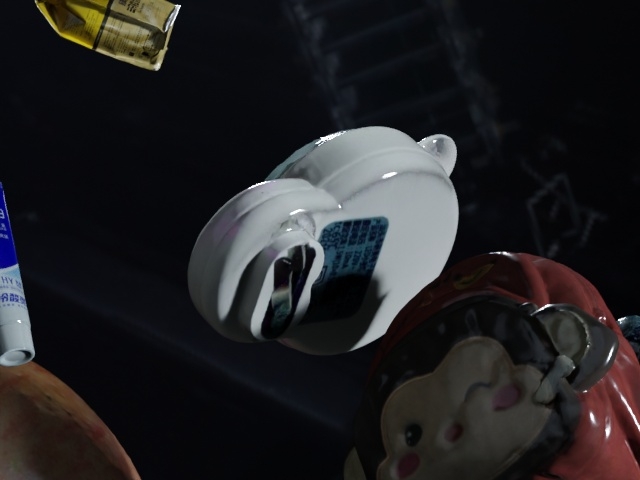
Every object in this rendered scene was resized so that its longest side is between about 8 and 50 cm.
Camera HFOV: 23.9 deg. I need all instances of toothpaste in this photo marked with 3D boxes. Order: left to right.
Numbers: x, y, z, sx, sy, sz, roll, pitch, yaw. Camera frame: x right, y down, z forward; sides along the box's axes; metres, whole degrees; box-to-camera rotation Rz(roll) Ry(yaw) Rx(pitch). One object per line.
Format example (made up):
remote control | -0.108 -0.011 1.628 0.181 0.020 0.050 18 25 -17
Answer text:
toothpaste | -0.126 0.009 0.582 0.015 0.024 0.083 -38 -125 31

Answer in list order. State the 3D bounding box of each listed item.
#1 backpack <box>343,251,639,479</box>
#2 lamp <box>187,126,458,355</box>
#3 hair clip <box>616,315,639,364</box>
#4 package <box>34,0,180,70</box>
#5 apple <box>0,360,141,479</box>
backpack | 0.120 0.107 1.021 0.229 0.139 0.229 -28 -135 32
lamp | -0.003 -0.001 1.110 0.246 0.179 0.108 -12 -143 -45
hair clip | 0.226 0.216 1.309 0.206 0.194 0.310 8 -97 16
package | -0.181 -0.187 1.223 0.131 0.047 0.071 21 -153 -10
apple | -0.296 0.227 1.165 0.345 0.269 0.345 3 -109 -9
